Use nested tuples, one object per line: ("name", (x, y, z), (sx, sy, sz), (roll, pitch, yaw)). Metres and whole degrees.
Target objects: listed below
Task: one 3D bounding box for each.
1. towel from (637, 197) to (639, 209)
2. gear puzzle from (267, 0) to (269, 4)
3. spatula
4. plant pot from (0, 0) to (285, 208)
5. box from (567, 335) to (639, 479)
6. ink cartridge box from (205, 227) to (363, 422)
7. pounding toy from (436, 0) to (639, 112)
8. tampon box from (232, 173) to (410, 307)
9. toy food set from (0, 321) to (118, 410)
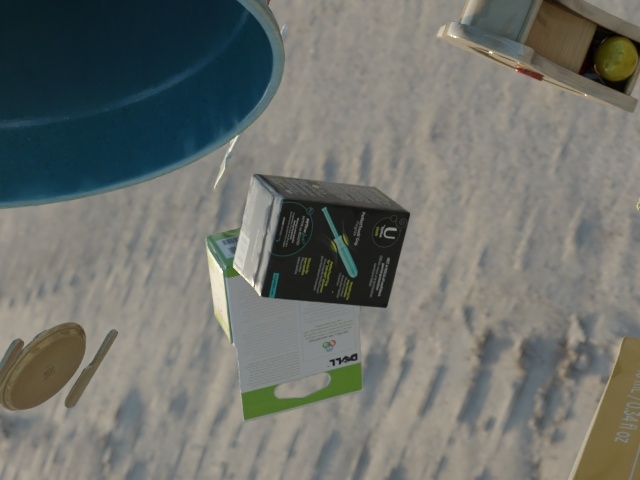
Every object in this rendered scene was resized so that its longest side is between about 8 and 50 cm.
("towel", (0.503, -0.062, 1.834), (0.110, 0.148, 0.027), (91, 180, -72))
("gear puzzle", (-0.197, -0.139, 1.005), (0.339, 0.175, 0.044), (-19, 64, 44))
("spatula", (-0.096, -0.185, 1.839), (0.242, 0.019, 0.168), (125, 167, -64))
("plant pot", (-0.170, -0.181, 0.661), (0.272, 0.272, 0.255), (-31, 62, 47))
("box", (0.297, 0.186, 0.677), (0.215, 0.345, 0.168), (-42, -42, -65))
("ink cartridge box", (-0.047, 0.104, 1.889), (0.097, 0.189, 0.255), (-128, 29, -55))
("pounding toy", (0.200, -0.229, 1.248), (0.154, 0.270, 0.154), (33, 104, 64))
("tampon box", (0.000, 0.000, 1.566), (0.101, 0.161, 0.120), (42, 122, 60))
("toy food set", (-0.317, 0.139, 1.527), (0.038, 0.192, 0.132), (39, 105, 21))
